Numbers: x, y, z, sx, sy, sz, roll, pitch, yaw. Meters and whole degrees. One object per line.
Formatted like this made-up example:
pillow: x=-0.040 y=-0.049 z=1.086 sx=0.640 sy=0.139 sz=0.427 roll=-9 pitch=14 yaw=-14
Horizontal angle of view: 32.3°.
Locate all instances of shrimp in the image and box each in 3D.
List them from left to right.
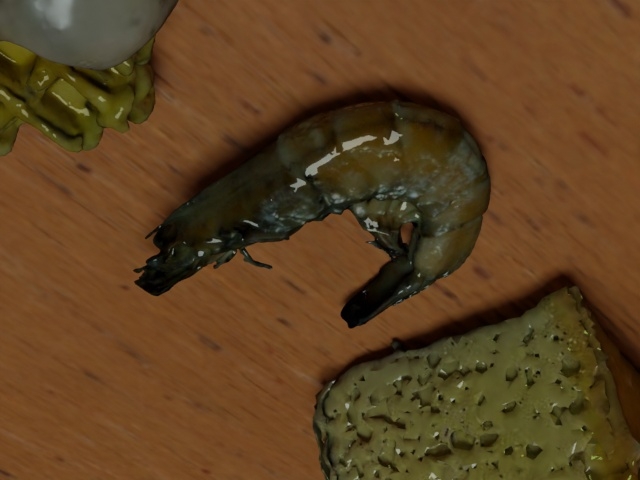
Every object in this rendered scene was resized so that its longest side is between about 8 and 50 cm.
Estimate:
shrimp: x=0.000 y=0.000 z=0.645 sx=0.217 sy=0.051 sz=0.150 roll=-25 pitch=132 yaw=20

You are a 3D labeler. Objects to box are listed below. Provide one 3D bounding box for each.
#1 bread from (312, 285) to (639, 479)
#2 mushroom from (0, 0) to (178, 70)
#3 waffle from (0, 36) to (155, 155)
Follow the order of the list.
bread: x=0.181 y=0.181 z=0.777 sx=0.248 sy=0.279 sz=0.315 roll=-24 pitch=168 yaw=25
mushroom: x=-0.083 y=-0.172 z=0.373 sx=0.244 sy=0.243 sz=0.243 roll=3 pitch=132 yaw=3
waffle: x=-0.197 y=-0.147 z=0.527 sx=0.250 sy=0.056 sz=0.261 roll=6 pitch=134 yaw=1
